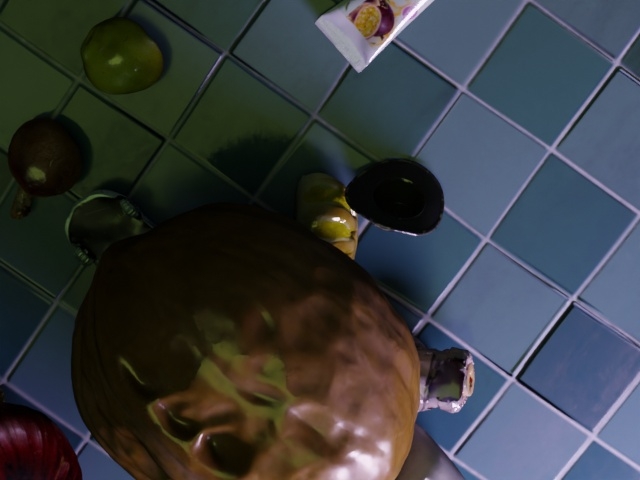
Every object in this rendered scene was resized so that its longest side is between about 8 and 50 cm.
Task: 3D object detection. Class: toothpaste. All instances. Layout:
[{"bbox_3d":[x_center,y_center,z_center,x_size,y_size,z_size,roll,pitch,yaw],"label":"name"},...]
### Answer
[{"bbox_3d":[0.135,-0.318,1.789,0.314,0.056,0.058,-40,57,15],"label":"toothpaste"}]

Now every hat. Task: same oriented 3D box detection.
[{"bbox_3d":[0.084,-0.040,1.846,0.121,0.121,0.050,20,140,0],"label":"hat"}]

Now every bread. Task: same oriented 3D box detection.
[{"bbox_3d":[0.000,0.000,1.852,0.083,0.094,0.157,7,96,7],"label":"bread"}]

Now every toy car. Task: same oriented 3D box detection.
[{"bbox_3d":[-0.212,0.021,1.887,0.205,0.056,0.095,42,103,-11],"label":"toy car"}]

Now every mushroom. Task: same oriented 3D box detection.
[{"bbox_3d":[-0.329,-0.076,1.868,0.088,0.073,0.130,10,111,-33],"label":"mushroom"}]

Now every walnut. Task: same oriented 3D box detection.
[{"bbox_3d":[-0.087,0.146,1.728,0.398,0.308,0.354,39,121,-4],"label":"walnut"}]

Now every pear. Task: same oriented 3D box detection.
[{"bbox_3d":[-0.228,-0.207,1.821,0.097,0.092,0.092,32,104,-21],"label":"pear"}]

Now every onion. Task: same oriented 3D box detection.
[{"bbox_3d":[-0.424,0.308,1.885,0.273,0.285,0.273,-16,114,-38],"label":"onion"}]

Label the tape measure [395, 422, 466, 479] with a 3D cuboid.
[{"bbox_3d":[0.054,0.340,1.838,0.265,0.258,0.130,-36,104,10],"label":"tape measure"}]

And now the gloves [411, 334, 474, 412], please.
[{"bbox_3d":[0.111,0.158,1.878,0.144,0.094,0.110,26,96,18],"label":"gloves"}]

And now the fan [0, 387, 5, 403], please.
[{"bbox_3d":[-0.430,0.165,1.948,0.082,0.039,0.155,-2,103,6],"label":"fan"}]
